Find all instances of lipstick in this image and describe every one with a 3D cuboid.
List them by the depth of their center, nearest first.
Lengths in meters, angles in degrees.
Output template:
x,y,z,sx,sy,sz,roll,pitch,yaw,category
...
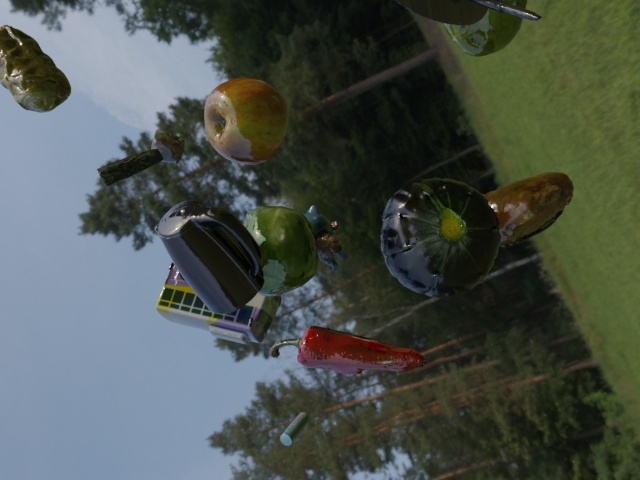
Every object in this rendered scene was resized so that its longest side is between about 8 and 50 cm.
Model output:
x,y,z,sx,sy,sz,roll,pitch,yaw,category
-0.093,0.692,2.284,0.048,0.048,0.158,62,-152,-3,lipstick

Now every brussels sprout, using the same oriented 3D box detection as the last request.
x,y,z,sx,sy,sz,roll,pitch,yaw,category
-0.108,0.019,1.524,0.244,0.244,0.244,52,-159,-29,brussels sprout

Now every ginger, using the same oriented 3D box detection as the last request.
x,y,z,sx,sy,sz,roll,pitch,yaw,category
0.543,-0.080,1.674,0.172,0.321,0.165,-89,-25,-75,ginger

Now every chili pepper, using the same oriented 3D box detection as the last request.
x,y,z,sx,sy,sz,roll,pitch,yaw,category
0.063,0.271,1.506,0.110,0.388,0.110,7,-90,-79,chili pepper

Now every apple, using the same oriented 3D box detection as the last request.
x,y,z,sx,sy,sz,roll,pitch,yaw,category
-0.255,-0.398,2.051,0.301,0.302,0.301,52,-159,-29,apple

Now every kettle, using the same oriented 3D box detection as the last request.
x,y,z,sx,sy,sz,roll,pitch,yaw,category
-0.215,0.028,1.264,0.232,0.202,0.144,58,-135,-39,kettle

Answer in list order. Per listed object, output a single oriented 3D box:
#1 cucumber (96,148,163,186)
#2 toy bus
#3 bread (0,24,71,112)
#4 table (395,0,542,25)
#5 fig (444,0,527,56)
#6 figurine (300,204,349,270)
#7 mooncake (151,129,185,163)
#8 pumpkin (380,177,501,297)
x,y,z,sx,sy,sz,roll,pitch,yaw,category
-0.641,-0.260,2.086,0.078,0.211,0.062,44,159,52,cucumber
-0.399,0.254,2.459,0.209,0.440,0.249,73,-149,-65,toy bus
-0.761,-0.438,1.608,0.152,0.130,0.267,-31,-110,-35,bread
0.264,-0.542,1.162,0.317,0.317,0.249,52,-178,-29,table
0.475,-0.655,1.660,0.233,0.314,0.233,23,-134,-26,fig
0.004,-0.003,1.676,0.178,0.114,0.144,50,-160,15,figurine
-0.609,-0.366,2.474,0.125,0.129,0.073,13,-139,-11,mooncake
0.284,-0.001,1.525,0.295,0.296,0.295,52,-159,-29,pumpkin
